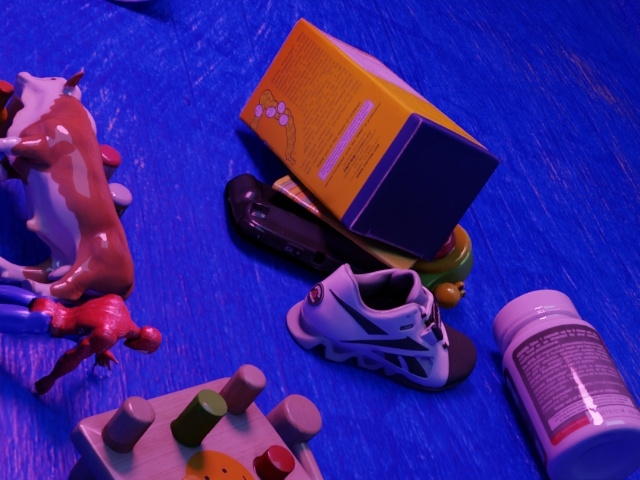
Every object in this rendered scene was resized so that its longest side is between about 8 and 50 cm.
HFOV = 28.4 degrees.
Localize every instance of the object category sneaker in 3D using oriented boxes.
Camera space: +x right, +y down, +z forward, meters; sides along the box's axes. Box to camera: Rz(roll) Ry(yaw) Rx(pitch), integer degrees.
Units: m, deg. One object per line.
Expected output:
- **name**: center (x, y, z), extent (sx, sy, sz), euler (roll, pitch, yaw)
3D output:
- **sneaker**: center (0.125, 0.116, 1.785), extent (0.330, 0.146, 0.122), euler (16, 35, -38)

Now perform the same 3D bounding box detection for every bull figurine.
- **bull figurine**: center (-0.317, -0.062, 1.486), extent (0.188, 0.101, 0.310), euler (-17, 82, -45)

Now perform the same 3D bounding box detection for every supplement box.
- **supplement box**: center (0.067, -0.157, 1.947), extent (0.194, 0.195, 0.356), euler (21, 19, -43)

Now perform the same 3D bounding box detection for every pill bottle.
- **pill bottle**: center (0.370, 0.219, 1.902), extent (0.161, 0.161, 0.283), euler (18, 35, -33)

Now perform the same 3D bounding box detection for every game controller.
- **game controller**: center (0.000, 0.000, 1.904), extent (0.319, 0.067, 0.166), euler (25, 17, -25)

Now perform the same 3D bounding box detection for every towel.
- **towel**: center (0.036, -0.024, 1.890), extent (0.237, 0.021, 0.102), euler (35, 20, 8)

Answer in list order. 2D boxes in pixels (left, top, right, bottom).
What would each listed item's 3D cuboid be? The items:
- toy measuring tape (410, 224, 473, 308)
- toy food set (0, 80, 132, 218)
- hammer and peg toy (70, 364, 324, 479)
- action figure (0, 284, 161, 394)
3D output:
- **toy measuring tape**: center (0.168, -0.021, 2.047), extent (0.121, 0.121, 0.330), euler (16, 36, -36)
- **toy food set**: center (-0.334, -0.127, 1.630), extent (0.232, 0.104, 0.111), euler (29, 30, -18)
- **hammer and peg toy**: center (-0.068, 0.264, 1.364), extent (0.361, 0.127, 0.266), euler (-8, 54, -53)
- **action figure**: center (-0.314, 0.105, 1.363), extent (0.280, 0.139, 0.091), euler (11, 37, -5)
